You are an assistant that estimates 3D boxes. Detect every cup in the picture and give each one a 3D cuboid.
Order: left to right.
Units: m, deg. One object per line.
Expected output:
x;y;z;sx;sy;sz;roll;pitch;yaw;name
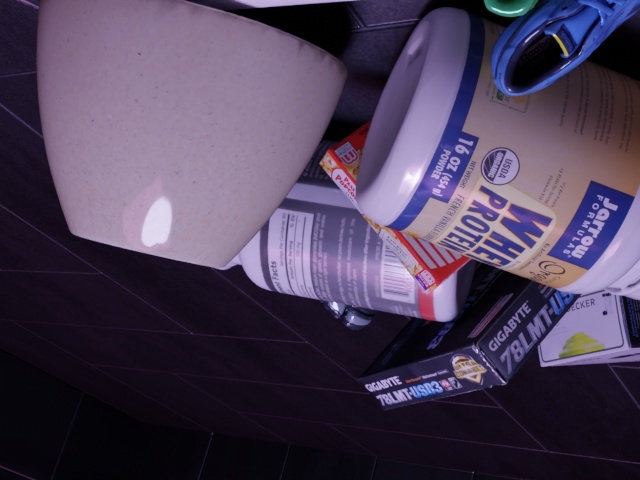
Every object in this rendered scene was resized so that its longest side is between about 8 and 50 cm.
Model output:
-0.157;-0.103;1.046;0.331;0.237;0.331;13;180;0;cup

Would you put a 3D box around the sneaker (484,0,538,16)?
0.158;-0.275;0.715;0.109;0.123;0.295;10;156;16;sneaker

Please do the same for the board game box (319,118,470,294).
0.116;-0.059;1.112;0.193;0.146;0.045;50;157;5;board game box

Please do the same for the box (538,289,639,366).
0.452;0.113;1.330;0.290;0.087;0.169;2;165;-30;box

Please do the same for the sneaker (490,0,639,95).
0.227;-0.194;0.805;0.069;0.082;0.209;43;115;-13;sneaker

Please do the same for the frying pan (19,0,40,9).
-0.231;-0.296;1.027;0.326;0.053;0.197;10;157;10;frying pan

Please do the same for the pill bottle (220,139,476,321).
0.018;-0.025;1.281;0.363;0.210;0.210;10;157;16;pill bottle

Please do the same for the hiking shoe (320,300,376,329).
0.000;0.000;1.522;0.304;0.113;0.132;41;106;-20;hiking shoe

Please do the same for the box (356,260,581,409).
0.224;0.096;1.325;0.073;0.295;0.293;50;151;-5;box

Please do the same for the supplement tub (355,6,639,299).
0.217;-0.079;0.997;0.316;0.228;0.228;19;157;-8;supplement tub

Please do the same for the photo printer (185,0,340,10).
-0.037;-0.303;0.803;0.307;0.107;0.256;3;154;28;photo printer
